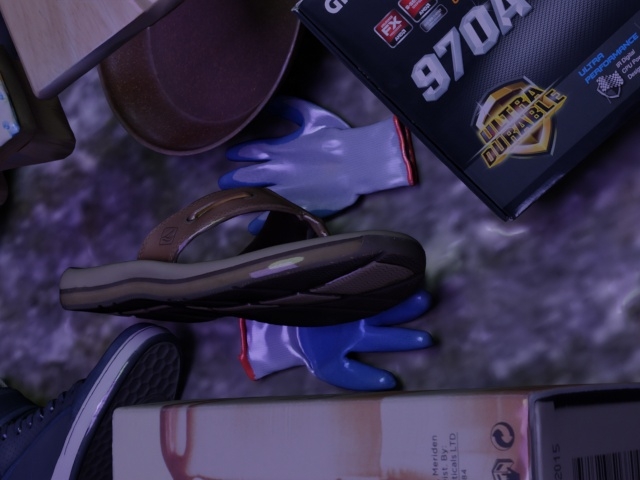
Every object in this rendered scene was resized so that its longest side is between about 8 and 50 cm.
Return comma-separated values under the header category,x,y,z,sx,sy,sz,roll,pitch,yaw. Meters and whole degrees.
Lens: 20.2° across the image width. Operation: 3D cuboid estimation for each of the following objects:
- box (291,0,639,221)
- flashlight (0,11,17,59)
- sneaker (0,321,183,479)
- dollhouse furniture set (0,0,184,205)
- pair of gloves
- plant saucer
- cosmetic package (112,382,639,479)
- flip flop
category,x,y,z,sx,sy,sz,roll,pitch,yaw
box,0.119,-0.141,0.968,0.175,0.051,0.220,45,122,-4
flashlight,-0.244,-0.144,1.284,0.103,0.103,0.304,31,114,29
sneaker,-0.197,0.116,1.249,0.163,0.086,0.226,42,116,27
dollhouse furniture set,-0.210,-0.281,1.038,0.362,0.256,0.394,-33,68,24
pair of gloves,0.000,0.000,1.132,0.159,0.023,0.198,-12,84,38
plant saucer,-0.071,-0.152,1.168,0.198,0.036,0.198,-6,81,43
cosmetic package,0.037,0.150,1.024,0.296,0.153,0.129,-7,85,37
flip flop,-0.057,0.008,1.110,0.277,0.112,0.080,-5,75,45
